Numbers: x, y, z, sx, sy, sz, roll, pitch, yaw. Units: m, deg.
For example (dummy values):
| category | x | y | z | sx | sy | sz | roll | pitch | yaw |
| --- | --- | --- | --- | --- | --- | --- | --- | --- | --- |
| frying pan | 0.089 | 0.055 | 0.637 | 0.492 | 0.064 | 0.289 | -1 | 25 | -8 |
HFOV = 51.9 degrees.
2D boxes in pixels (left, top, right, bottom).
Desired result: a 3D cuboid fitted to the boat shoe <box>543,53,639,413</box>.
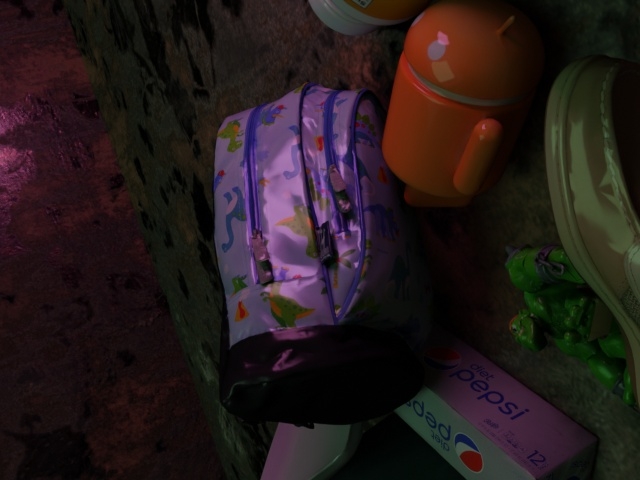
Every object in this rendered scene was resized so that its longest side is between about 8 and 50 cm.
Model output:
| category | x | y | z | sx | sy | sz | roll | pitch | yaw |
| --- | --- | --- | --- | --- | --- | --- | --- | --- | --- |
| boat shoe | 0.268 | 0.021 | 0.468 | 0.110 | 0.122 | 0.341 | -7 | 112 | 59 |

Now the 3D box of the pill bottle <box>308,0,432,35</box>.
| category | x | y | z | sx | sy | sz | roll | pitch | yaw |
| --- | --- | --- | --- | --- | --- | --- | --- | --- | --- |
| pill bottle | 0.070 | -0.280 | 0.591 | 0.136 | 0.136 | 0.246 | 70 | 160 | 0 |

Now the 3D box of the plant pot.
| category | x | y | z | sx | sy | sz | roll | pitch | yaw |
| --- | --- | --- | --- | --- | --- | --- | --- | --- | --- |
| plant pot | 0.081 | 0.448 | 0.999 | 0.293 | 0.235 | 0.293 | 43 | 144 | 44 |

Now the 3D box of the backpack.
| category | x | y | z | sx | sy | sz | roll | pitch | yaw |
| --- | --- | --- | --- | --- | --- | --- | --- | --- | --- |
| backpack | 0.000 | 0.000 | 0.743 | 0.290 | 0.273 | 0.355 | 32 | -150 | -55 |

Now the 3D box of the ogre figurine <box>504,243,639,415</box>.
| category | x | y | z | sx | sy | sz | roll | pitch | yaw |
| --- | --- | --- | --- | --- | --- | --- | --- | --- | --- |
| ogre figurine | 0.232 | 0.070 | 0.583 | 0.097 | 0.197 | 0.118 | -59 | 22 | 3 |

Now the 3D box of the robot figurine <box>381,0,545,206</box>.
| category | x | y | z | sx | sy | sz | roll | pitch | yaw |
| --- | --- | --- | --- | --- | --- | --- | --- | --- | --- |
| robot figurine | 0.127 | -0.129 | 0.610 | 0.128 | 0.158 | 0.219 | 28 | 140 | 17 |

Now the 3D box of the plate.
| category | x | y | z | sx | sy | sz | roll | pitch | yaw |
| --- | --- | --- | --- | --- | --- | --- | --- | --- | --- |
| plate | 0.001 | 0.275 | 0.986 | 0.045 | 0.278 | 0.277 | 33 | 125 | -9 |

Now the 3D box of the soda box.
| category | x | y | z | sx | sy | sz | roll | pitch | yaw |
| --- | --- | --- | --- | --- | --- | --- | --- | --- | --- |
| soda box | 0.178 | 0.203 | 0.786 | 0.286 | 0.098 | 0.091 | 35 | 136 | 49 |
